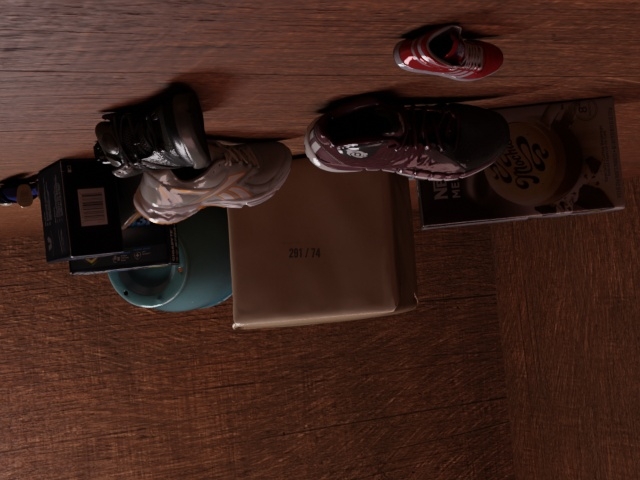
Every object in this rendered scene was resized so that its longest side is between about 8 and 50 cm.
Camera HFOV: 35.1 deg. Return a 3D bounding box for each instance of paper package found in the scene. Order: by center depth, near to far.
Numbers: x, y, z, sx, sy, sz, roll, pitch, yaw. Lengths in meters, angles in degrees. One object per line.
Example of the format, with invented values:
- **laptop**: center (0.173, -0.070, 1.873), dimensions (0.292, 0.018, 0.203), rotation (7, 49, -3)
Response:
- **paper package**: center (0.000, 0.000, 1.886), dimensions (0.325, 0.309, 0.168), rotation (-6, 176, 19)

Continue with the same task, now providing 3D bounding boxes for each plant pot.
- **plant pot**: center (-0.317, 0.031, 2.140), dimensions (0.272, 0.271, 0.255), rotation (-6, -176, 17)

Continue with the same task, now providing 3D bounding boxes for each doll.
- **doll**: center (-0.543, -0.084, 1.807), dimensions (0.129, 0.046, 0.189), rotation (-15, -170, -31)

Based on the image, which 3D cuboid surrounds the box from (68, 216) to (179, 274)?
- **box**: center (-0.391, -0.028, 1.995), dimensions (0.220, 0.175, 0.051), rotation (-6, 176, 16)

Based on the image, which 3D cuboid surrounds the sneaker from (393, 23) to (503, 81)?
- **sneaker**: center (0.136, -0.178, 0.963), dimensions (0.118, 0.042, 0.067), rotation (-2, 180, -24)

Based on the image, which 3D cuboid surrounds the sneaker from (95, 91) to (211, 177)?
- **sneaker**: center (-0.194, -0.117, 1.175), dimensions (0.130, 0.087, 0.227), rotation (-12, -176, -9)

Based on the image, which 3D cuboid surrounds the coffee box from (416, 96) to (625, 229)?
- **coffee box**: center (0.292, -0.112, 1.535), dimensions (0.297, 0.168, 0.119), rotation (-6, 178, 3)

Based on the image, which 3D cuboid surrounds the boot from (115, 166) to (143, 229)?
- **boot**: center (-0.297, -0.087, 1.706), dimensions (0.115, 0.112, 0.305), rotation (-17, -178, -32)

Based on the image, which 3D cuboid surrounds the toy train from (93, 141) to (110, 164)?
- **toy train**: center (-0.247, -0.129, 1.424), dimensions (0.158, 0.036, 0.027), rotation (-6, 178, 18)

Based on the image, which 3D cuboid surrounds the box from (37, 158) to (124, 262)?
- **box**: center (-0.398, -0.047, 1.671), dimensions (0.093, 0.156, 0.158), rotation (-6, 179, -30)

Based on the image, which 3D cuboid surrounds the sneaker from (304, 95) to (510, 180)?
- **sneaker**: center (0.122, -0.136, 1.319), dimensions (0.281, 0.106, 0.162), rotation (-5, 175, -4)

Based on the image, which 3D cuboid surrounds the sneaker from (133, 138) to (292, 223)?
- **sneaker**: center (-0.150, -0.109, 1.527), dimensions (0.262, 0.099, 0.121), rotation (-21, 153, -28)
